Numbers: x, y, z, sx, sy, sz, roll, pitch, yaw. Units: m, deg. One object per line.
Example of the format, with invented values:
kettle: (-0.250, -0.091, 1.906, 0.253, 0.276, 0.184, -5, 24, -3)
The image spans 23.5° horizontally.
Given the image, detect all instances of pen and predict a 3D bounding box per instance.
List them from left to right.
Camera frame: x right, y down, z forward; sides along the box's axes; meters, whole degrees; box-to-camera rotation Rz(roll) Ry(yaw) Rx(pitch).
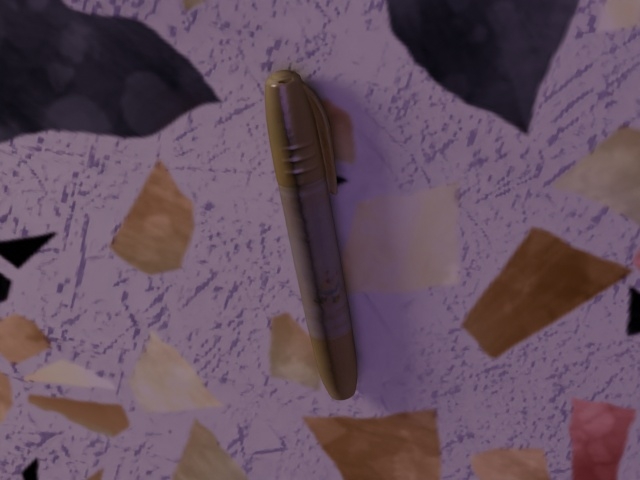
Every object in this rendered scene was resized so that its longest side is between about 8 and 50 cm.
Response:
pen: (0.000, 0.000, 0.979, 0.040, 0.032, 0.233, -15, 117, -7)
